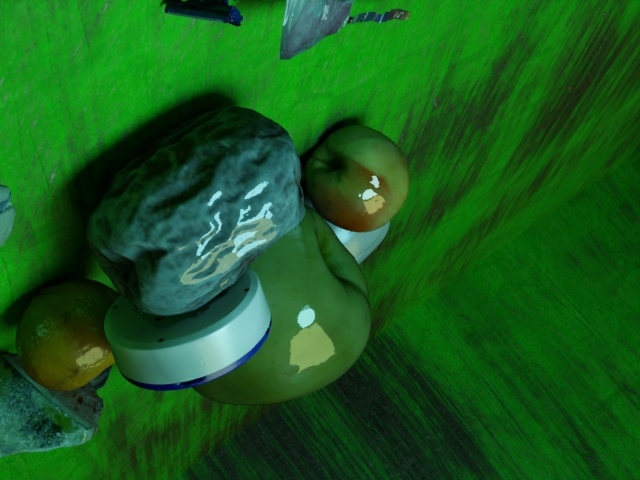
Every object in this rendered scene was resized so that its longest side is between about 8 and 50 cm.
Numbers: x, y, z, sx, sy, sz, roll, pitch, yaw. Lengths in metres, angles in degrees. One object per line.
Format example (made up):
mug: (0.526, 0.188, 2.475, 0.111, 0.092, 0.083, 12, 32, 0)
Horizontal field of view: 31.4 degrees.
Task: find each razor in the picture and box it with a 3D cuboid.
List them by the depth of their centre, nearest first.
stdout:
razor: (-0.049, -0.303, 1.375, 0.324, 0.093, 0.056, -23, 123, -54)

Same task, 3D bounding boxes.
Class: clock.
clock: (-0.188, 0.113, 1.609, 0.230, 0.230, 0.083, -32, 124, -24)

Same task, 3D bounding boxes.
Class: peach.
peach: (0.066, -0.102, 1.949, 0.184, 0.184, 0.184, -35, 164, -12)

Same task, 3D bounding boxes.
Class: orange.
orange: (-0.369, 0.140, 1.700, 0.177, 0.155, 0.177, -25, 173, -3)

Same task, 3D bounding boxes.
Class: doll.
doll: (-0.404, -0.016, 1.331, 0.103, 0.072, 0.214, -30, 167, -23)

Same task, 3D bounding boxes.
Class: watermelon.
watermelon: (-0.454, 0.267, 1.884, 0.139, 0.193, 0.256, -41, 179, 10)

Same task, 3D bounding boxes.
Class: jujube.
jujube: (-0.158, -0.049, 1.531, 0.308, 0.215, 0.246, -38, 176, -20)

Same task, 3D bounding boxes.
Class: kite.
kite: (0.050, -0.332, 1.456, 0.360, 0.022, 0.204, -17, 128, -59)

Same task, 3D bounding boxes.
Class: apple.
apple: (-0.098, 0.105, 1.879, 0.357, 0.357, 0.357, -35, 164, -12)

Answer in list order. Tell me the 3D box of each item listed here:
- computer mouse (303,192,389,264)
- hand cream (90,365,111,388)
computer mouse: (0.000, 0.000, 2.080, 0.296, 0.184, 0.121, -38, -164, -7)
hand cream: (-0.417, 0.241, 2.077, 0.091, 0.058, 0.271, -27, 166, -28)
